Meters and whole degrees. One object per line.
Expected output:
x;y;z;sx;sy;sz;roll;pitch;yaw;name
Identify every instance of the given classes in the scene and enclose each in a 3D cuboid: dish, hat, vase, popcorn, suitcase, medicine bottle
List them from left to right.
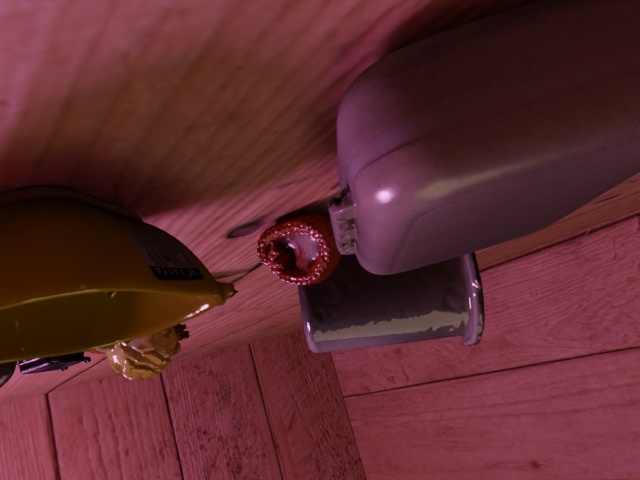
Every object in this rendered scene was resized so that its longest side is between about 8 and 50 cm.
-0.548;0.236;1.080;0.086;0.059;0.126;-21;168;13;suitcase
-0.214;0.027;0.452;0.221;0.108;0.262;-22;165;23;dish
-0.334;0.189;0.975;0.141;0.135;0.162;-13;168;17;popcorn
0.000;0.000;0.728;0.112;0.093;0.162;-12;-170;30;hat
0.109;0.083;0.928;0.291;0.245;0.245;-8;168;2;vase
0.143;-0.063;0.479;0.282;0.123;0.375;-15;167;1;medicine bottle

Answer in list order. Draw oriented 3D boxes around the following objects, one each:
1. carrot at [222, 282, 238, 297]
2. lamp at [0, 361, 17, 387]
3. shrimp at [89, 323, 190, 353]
-0.249;0.102;0.883;0.248;0.059;0.059;-12;168;-36;carrot
-0.686;0.275;0.976;0.250;0.101;0.101;-18;168;-3;lamp
-0.385;0.194;1.112;0.150;0.068;0.249;-30;158;32;shrimp
